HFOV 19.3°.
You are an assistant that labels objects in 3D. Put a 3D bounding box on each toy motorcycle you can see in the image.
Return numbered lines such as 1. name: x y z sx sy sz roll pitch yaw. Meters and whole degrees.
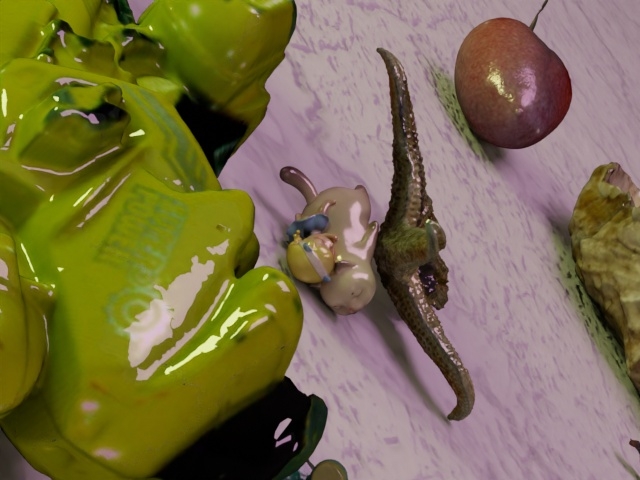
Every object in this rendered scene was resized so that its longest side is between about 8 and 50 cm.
1. toy motorcycle: -0.081 -0.011 0.719 0.206 0.142 0.342 48 22 -16

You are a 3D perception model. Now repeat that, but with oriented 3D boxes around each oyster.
1. oyster: 0.272 0.053 1.449 0.166 0.110 0.341 38 20 -47

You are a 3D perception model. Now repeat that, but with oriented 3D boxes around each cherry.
1. cherry: 0.151 -0.126 1.521 0.106 0.087 0.126 58 37 -3

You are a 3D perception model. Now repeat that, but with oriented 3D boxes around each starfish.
1. starfish: 0.054 -0.004 1.089 0.223 0.050 0.217 132 -46 -87

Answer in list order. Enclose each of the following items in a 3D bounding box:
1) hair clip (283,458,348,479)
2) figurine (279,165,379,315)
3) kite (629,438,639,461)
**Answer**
1. hair clip: 0.032 0.157 0.819 0.173 0.049 0.049 54 19 2
2. figurine: 0.000 0.000 1.036 0.050 0.047 0.083 20 41 -31
3. kite: 0.307 0.271 1.278 0.310 0.015 0.169 45 21 -21
